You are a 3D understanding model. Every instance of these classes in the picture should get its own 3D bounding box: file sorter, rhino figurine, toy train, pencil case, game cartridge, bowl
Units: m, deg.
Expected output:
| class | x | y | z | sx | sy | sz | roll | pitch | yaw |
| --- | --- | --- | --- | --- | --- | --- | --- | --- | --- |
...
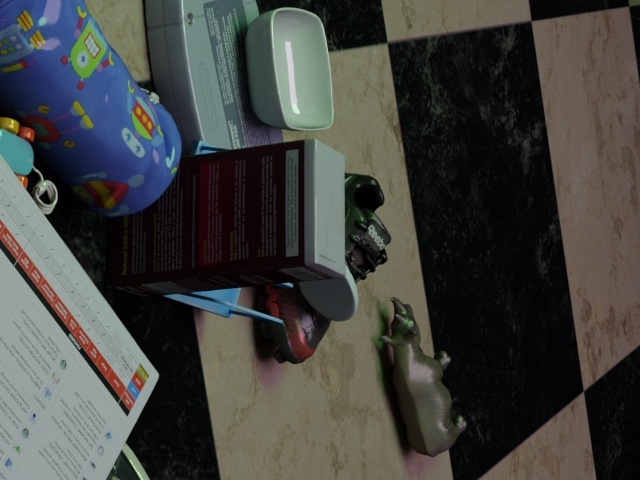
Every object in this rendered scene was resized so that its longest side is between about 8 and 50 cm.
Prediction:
| class | x | y | z | sx | sy | sz | roll | pitch | yaw |
| --- | --- | --- | --- | --- | --- | --- | --- | --- | --- |
| file sorter | -0.083 | -0.006 | 1.900 | 0.118 | 0.104 | 0.170 | 22 | 80 | -47 |
| rhino figurine | 0.134 | 0.184 | 2.428 | 0.106 | 0.073 | 0.243 | -54 | 131 | -58 |
| toy train | -0.305 | -0.040 | 1.593 | 0.166 | 0.046 | 0.125 | -44 | 125 | -55 |
| pencil case | -0.237 | -0.154 | 1.667 | 0.133 | 0.119 | 0.306 | -62 | 141 | -24 |
| game cartridge | -0.116 | -0.169 | 2.006 | 0.196 | 0.060 | 0.294 | -33 | 114 | -66 |
| bowl | -0.041 | -0.193 | 2.048 | 0.142 | 0.053 | 0.142 | -6 | 91 | -65 |

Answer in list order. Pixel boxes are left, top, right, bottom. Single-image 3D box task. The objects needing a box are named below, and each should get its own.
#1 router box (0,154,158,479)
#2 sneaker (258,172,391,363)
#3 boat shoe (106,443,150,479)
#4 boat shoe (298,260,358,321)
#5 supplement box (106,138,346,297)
| class | x | y | z | sx | sy | sz | roll | pitch | yaw |
| --- | --- | --- | --- | --- | --- | --- | --- | --- | --- |
| router box | -0.296 | 0.125 | 1.475 | 0.335 | 0.082 | 0.301 | 61 | 43 | -40 |
| sneaker | 0.011 | 0.024 | 2.134 | 0.097 | 0.135 | 0.276 | 58 | 37 | -46 |
| boat shoe | -0.169 | 0.281 | 1.657 | 0.233 | 0.084 | 0.079 | 47 | 22 | 22 |
| boat shoe | 0.000 | 0.000 | 2.054 | 0.183 | 0.065 | 0.083 | 61 | 32 | -19 |
| supplement box | -0.096 | -0.019 | 1.795 | 0.073 | 0.239 | 0.130 | 25 | 62 | -61 |
